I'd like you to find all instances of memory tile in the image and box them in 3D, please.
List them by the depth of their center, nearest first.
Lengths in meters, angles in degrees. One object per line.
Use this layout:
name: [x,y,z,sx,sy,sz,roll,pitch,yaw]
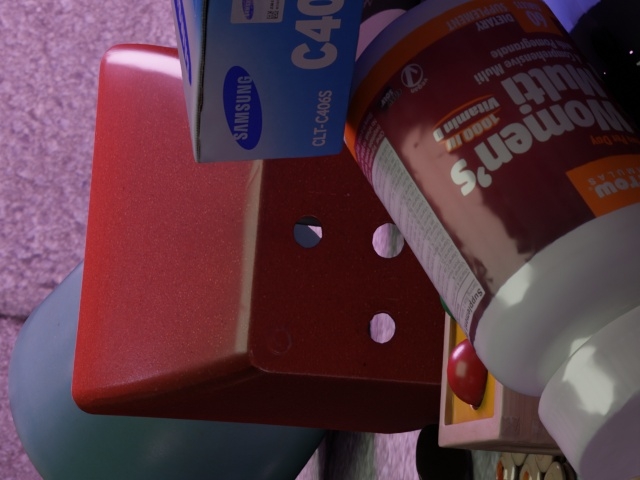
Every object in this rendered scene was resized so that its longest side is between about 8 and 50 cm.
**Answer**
memory tile: [0.129,0.159,1.180,0.148,0.012,0.113,-95,15,-45]

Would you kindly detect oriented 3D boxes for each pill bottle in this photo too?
pill bottle: [0.107,-0.005,0.918,0.221,0.121,0.121,59,151,30]

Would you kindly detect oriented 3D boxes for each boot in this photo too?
boot: [0.077,0.200,1.380,0.114,0.037,0.106,101,168,-49]

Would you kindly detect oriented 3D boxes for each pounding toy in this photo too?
pounding toy: [0.122,0.072,1.036,0.206,0.094,0.181,144,130,-77]

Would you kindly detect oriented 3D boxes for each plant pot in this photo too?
plant pot: [0.000,0.000,1.354,0.236,0.267,0.267,177,99,-67]
plant pot: [-0.102,0.096,1.768,0.235,0.293,0.293,-49,34,47]

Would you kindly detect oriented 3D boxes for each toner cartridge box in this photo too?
toner cartridge box: [-0.043,-0.223,0.968,0.165,0.075,0.348,96,166,-52]

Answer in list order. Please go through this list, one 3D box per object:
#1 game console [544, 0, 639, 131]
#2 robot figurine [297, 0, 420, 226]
game console: [0.080,-0.207,1.003,0.386,0.060,0.342,62,164,5]
robot figurine: [-0.004,-0.154,1.634,0.209,0.173,0.278,-160,75,-68]
